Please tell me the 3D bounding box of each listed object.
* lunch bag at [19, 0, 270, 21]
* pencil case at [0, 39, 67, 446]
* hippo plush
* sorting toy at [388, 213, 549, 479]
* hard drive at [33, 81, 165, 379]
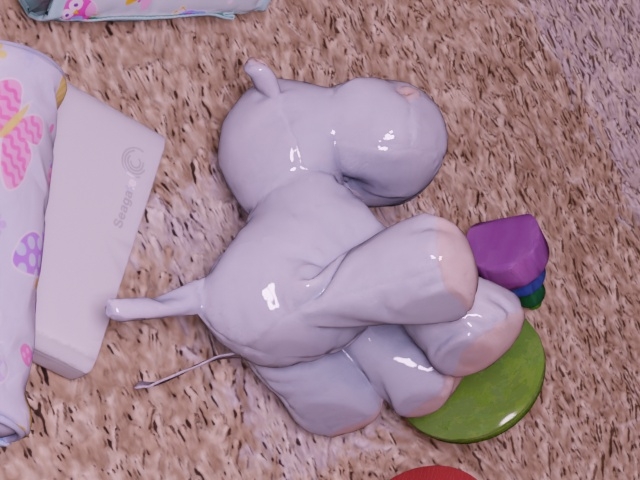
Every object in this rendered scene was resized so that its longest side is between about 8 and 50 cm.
[{"bbox_3d":[-0.136,-0.295,1.481,0.223,0.160,0.262,-10,94,-42],"label":"lunch bag"},{"bbox_3d":[-0.234,0.002,1.296,0.124,0.113,0.273,18,67,-41],"label":"pencil case"},{"bbox_3d":[0.000,0.000,1.504,0.294,0.234,0.236,-7,56,3],"label":"hippo plush"},{"bbox_3d":[0.134,0.157,1.610,0.126,0.127,0.365,57,43,-48],"label":"sorting toy"},{"bbox_3d":[-0.269,-0.055,1.385,0.307,0.040,0.203,29,62,-27],"label":"hard drive"}]
